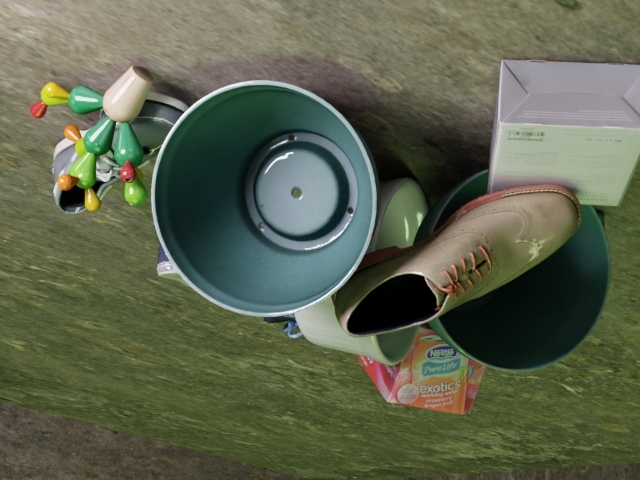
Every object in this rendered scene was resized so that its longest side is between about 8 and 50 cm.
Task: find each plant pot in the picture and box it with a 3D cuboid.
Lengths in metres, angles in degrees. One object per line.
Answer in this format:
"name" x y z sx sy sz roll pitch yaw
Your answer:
"plant pot" 0.248 0.038 1.715 0.290 0.290 0.195 12 176 -18
"plant pot" -0.050 -0.060 1.536 0.292 0.293 0.196 0 -174 14

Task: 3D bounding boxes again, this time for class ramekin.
"ramekin" 0.062 0.041 1.742 0.135 0.277 0.277 5 161 22

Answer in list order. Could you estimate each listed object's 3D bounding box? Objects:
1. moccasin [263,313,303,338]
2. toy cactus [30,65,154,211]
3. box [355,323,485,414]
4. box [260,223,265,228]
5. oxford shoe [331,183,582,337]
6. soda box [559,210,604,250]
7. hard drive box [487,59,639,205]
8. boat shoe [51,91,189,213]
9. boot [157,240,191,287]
"moccasin" -0.062 0.089 1.932 0.342 0.117 0.138 32 169 7
"toy cactus" -0.285 -0.150 1.507 0.112 0.219 0.180 5 130 -53
"box" 0.157 0.160 1.996 0.154 0.142 0.300 13 -164 -19
"box" -0.144 -0.025 1.790 0.126 0.137 0.072 -15 153 43
"oxford shoe" 0.180 0.041 1.497 0.348 0.130 0.123 -27 109 9
"soda box" 0.369 0.014 1.862 0.067 0.071 0.210 11 159 -15
"hard drive box" 0.307 -0.130 1.472 0.181 0.089 0.232 4 159 5
"boat shoe" -0.285 -0.117 1.639 0.116 0.099 0.319 21 154 -33
"boot" -0.224 0.031 2.049 0.069 0.086 0.190 -7 166 18
